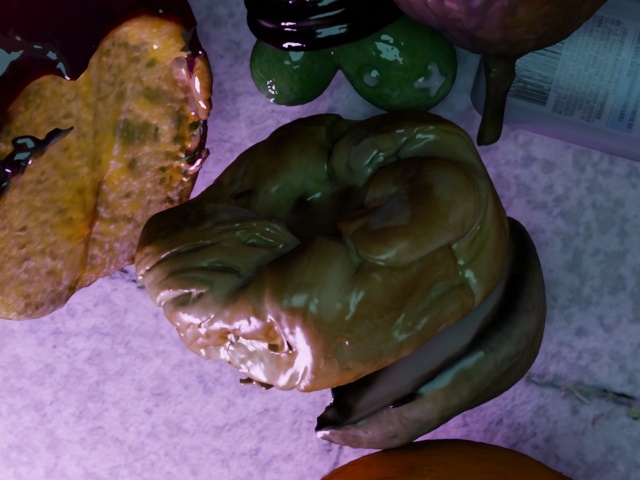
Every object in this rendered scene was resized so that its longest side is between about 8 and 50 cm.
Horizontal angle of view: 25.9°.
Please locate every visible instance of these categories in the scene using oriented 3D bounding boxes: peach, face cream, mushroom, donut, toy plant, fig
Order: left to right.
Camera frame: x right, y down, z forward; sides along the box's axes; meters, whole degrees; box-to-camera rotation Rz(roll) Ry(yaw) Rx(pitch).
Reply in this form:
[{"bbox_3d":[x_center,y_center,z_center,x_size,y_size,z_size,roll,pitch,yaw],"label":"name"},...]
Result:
[{"bbox_3d":[-0.292,-0.119,1.403,0.353,0.339,0.417,6,102,43],"label":"peach"},{"bbox_3d":[0.000,0.000,1.373,0.360,0.360,0.170,-19,119,8],"label":"donut"},{"bbox_3d":[0.023,-0.230,1.437,0.218,0.175,0.235,-5,126,14],"label":"toy plant"},{"bbox_3d":[0.105,0.139,1.423,0.292,0.217,0.212,-15,128,5],"label":"mushroom"},{"bbox_3d":[0.164,-0.251,1.327,0.286,0.286,0.369,7,133,5],"label":"fig"},{"bbox_3d":[0.335,-0.165,1.446,0.336,0.080,0.163,16,101,3],"label":"face cream"}]

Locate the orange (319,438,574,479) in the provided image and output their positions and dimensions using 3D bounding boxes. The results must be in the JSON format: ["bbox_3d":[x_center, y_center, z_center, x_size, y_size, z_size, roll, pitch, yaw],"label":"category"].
[{"bbox_3d":[0.136,0.379,1.404,0.424,0.424,0.326,17,62,3],"label":"orange"}]
